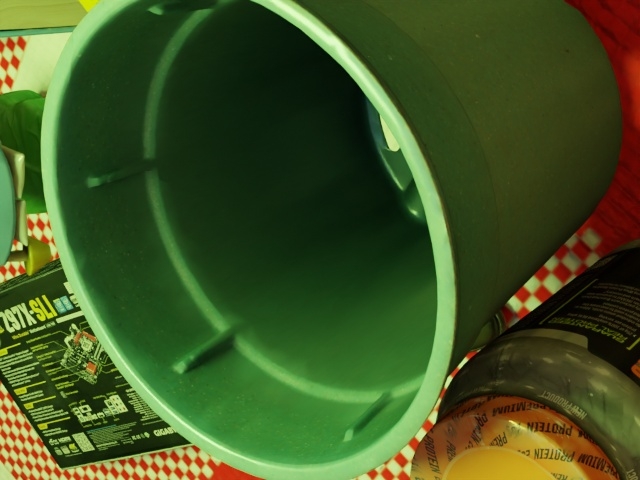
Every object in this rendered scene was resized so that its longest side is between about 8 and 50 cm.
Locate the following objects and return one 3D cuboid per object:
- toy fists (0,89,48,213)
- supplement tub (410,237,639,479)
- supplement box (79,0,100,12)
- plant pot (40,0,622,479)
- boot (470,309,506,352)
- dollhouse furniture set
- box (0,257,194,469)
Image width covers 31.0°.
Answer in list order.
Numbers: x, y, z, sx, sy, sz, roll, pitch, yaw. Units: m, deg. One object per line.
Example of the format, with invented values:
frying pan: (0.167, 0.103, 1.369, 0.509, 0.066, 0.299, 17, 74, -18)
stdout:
toy fists: (-0.396, -0.115, 1.416, 0.279, 0.096, 0.142, 3, 117, 37)
supplement tub: (0.214, 0.130, 0.855, 0.194, 0.316, 0.193, 17, 119, 35)
supplement box: (-0.118, -0.306, 1.028, 0.356, 0.194, 0.195, 52, 133, 10)
plant pot: (0.038, -0.055, 0.843, 0.341, 0.334, 0.341, 18, 121, 33)
boot: (0.064, 0.093, 1.107, 0.219, 0.106, 0.082, -3, 107, 41)
dollhouse furniture set: (-0.324, -0.150, 1.267, 0.286, 0.198, 0.303, -134, 42, -55)
box: (-0.279, 0.144, 1.410, 0.322, 0.079, 0.257, -20, 104, 43)
